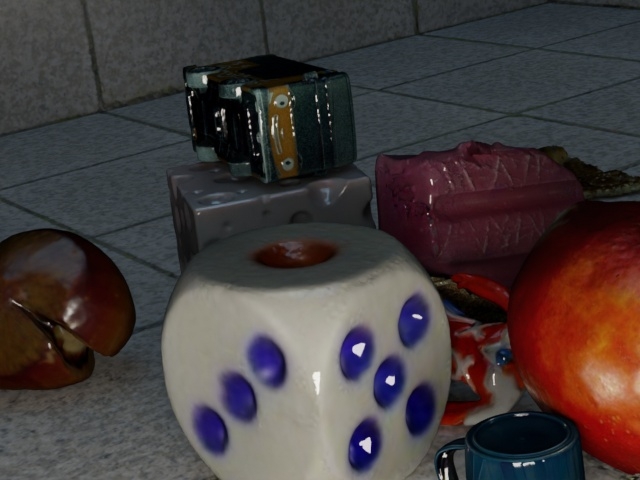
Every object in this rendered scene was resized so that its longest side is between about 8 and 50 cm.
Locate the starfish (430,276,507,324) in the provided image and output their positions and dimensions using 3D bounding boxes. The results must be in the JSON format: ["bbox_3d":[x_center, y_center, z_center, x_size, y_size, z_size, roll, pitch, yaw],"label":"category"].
[{"bbox_3d":[0.171,0.085,1.862,0.210,0.150,0.053,7,54,6],"label":"starfish"}]

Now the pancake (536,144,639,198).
[{"bbox_3d":[0.452,-0.120,2.518,0.245,0.057,0.266,3,19,27],"label":"pancake"}]

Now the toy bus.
[{"bbox_3d":[-0.071,-0.170,1.965,0.167,0.138,0.275,-12,17,-21],"label":"toy bus"}]

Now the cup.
[{"bbox_3d":[0.176,0.242,1.356,0.150,0.138,0.113,-2,18,15],"label":"cup"}]

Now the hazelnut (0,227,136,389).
[{"bbox_3d":[-0.375,0.101,1.945,0.252,0.217,0.217,-30,17,5],"label":"hazelnut"}]

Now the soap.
[{"bbox_3d":[0.226,-0.023,1.943,0.325,0.220,0.127,-4,2,-37],"label":"soap"}]

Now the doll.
[{"bbox_3d":[0.177,0.132,1.693,0.384,0.188,0.099,14,-12,35],"label":"doll"}]

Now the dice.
[{"bbox_3d":[-0.014,0.131,1.604,0.259,0.251,0.243,9,22,42],"label":"dice"}]

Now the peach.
[{"bbox_3d":[0.336,0.103,1.408,0.281,0.281,0.338,-15,29,-22],"label":"peach"}]

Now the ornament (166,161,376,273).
[{"bbox_3d":[-0.063,0.019,1.989,0.240,0.239,0.240,-11,19,-12],"label":"ornament"}]
